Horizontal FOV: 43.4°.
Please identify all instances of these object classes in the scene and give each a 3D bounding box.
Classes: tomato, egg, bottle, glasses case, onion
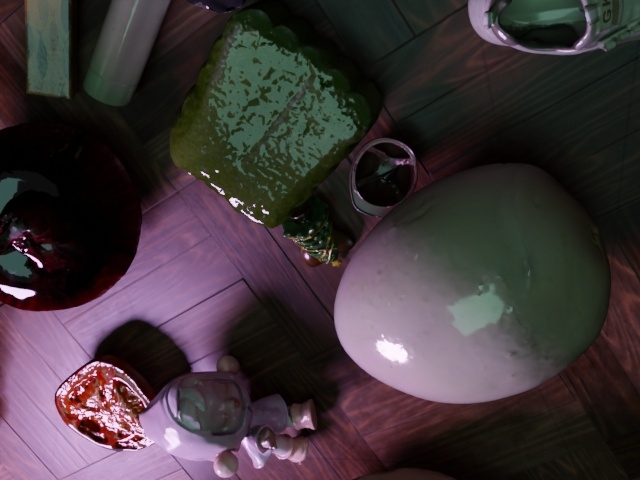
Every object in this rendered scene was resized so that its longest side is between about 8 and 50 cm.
[{"bbox_3d":[-0.336,0.269,1.337,0.166,0.082,0.174,-39,97,22],"label":"tomato"},{"bbox_3d":[0.182,0.062,1.003,0.345,0.283,0.283,-27,107,20],"label":"egg"},{"bbox_3d":[-0.250,-0.279,1.059,0.072,0.072,0.201,29,118,-1],"label":"bottle"},{"bbox_3d":[-0.368,-0.283,1.104,0.065,0.041,0.170,7,117,-3],"label":"glasses case"},{"bbox_3d":[-0.385,-0.027,1.107,0.273,0.285,0.273,-1,100,-4],"label":"onion"}]

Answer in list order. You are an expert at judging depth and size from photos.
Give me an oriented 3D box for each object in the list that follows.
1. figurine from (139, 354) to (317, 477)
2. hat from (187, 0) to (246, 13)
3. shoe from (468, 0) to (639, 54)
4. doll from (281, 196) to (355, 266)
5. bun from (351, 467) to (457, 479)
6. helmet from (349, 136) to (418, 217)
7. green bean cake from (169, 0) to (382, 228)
[{"bbox_3d":[-0.139,0.283,1.257,0.276,0.200,0.133,16,139,-22],"label":"figurine"},{"bbox_3d":[-0.123,-0.346,0.950,0.265,0.265,0.128,-7,145,17],"label":"hat"},{"bbox_3d":[0.317,-0.265,0.885,0.316,0.159,0.124,-5,113,19],"label":"shoe"},{"bbox_3d":[-0.002,0.002,1.133,0.078,0.076,0.113,-27,107,14],"label":"doll"},{"bbox_3d":[0.157,0.507,1.259,0.362,0.234,0.326,21,113,21],"label":"bun"},{"bbox_3d":[0.085,-0.091,1.078,0.089,0.057,0.111,18,113,1],"label":"helmet"},{"bbox_3d":[-0.067,-0.159,1.048,0.222,0.125,0.248,40,114,-6],"label":"green bean cake"}]
